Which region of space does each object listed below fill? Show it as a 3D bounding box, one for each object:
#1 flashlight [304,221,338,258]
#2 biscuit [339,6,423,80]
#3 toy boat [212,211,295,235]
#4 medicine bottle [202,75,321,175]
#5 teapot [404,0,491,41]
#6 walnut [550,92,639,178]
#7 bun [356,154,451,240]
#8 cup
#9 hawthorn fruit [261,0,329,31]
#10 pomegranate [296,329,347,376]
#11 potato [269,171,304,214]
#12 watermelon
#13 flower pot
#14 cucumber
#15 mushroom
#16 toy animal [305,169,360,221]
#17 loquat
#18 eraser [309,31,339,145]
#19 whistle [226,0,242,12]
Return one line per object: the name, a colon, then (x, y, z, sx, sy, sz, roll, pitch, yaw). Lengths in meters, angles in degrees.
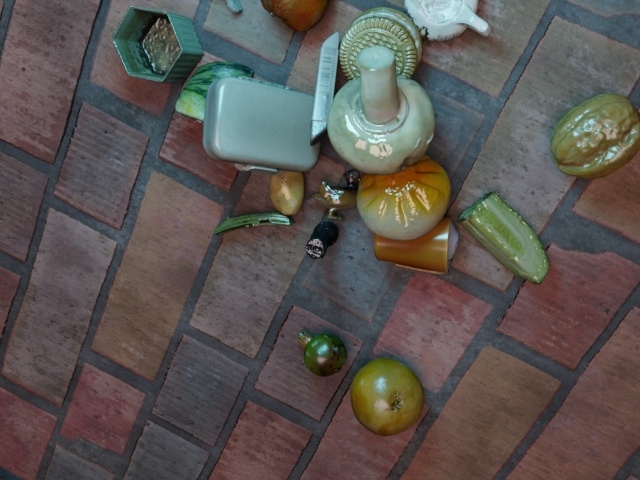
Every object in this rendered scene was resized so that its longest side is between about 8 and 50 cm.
flashlight: (0.000, 0.000, 1.814, 0.092, 0.232, 0.093, 3, 104, 12)
biscuit: (0.180, -0.562, 1.661, 0.258, 0.079, 0.259, 12, 134, 13)
toy boat: (-0.237, -0.061, 1.923, 0.292, 0.093, 0.055, -7, 86, 13)
medicine bottle: (-0.169, -0.348, 1.699, 0.374, 0.123, 0.283, 4, 93, -32)
teapot: (0.364, -0.680, 1.594, 0.299, 0.166, 0.208, 34, 98, 11)
walnut: (0.786, -0.287, 1.579, 0.224, 0.257, 0.257, 29, 113, -32)
bun: (0.243, -0.153, 1.696, 0.298, 0.165, 0.299, -8, 65, 17)
cup: (0.318, 0.023, 1.805, 0.263, 0.183, 0.226, 3, 137, 18)
hawthorn fruit: (-0.049, -0.760, 1.625, 0.210, 0.210, 0.262, 38, 111, 0)
pomegranate: (0.001, 0.396, 1.979, 0.205, 0.159, 0.159, 35, 111, 27)
potato: (-0.112, -0.174, 1.855, 0.118, 0.109, 0.178, 7, 103, 33)
watermelon: (-0.333, -0.454, 1.823, 0.212, 0.201, 0.262, 18, 67, 7)
flower pot: (-0.516, -0.623, 1.772, 0.209, 0.190, 0.240, -18, 102, 16)
cucumber: (0.594, -0.003, 1.762, 0.325, 0.105, 0.145, 44, 82, -2)
mushroom: (0.160, -0.368, 1.590, 0.314, 0.315, 0.356, -22, 109, 17)
toy animal: (0.046, -0.159, 1.845, 0.188, 0.089, 0.179, 12, 90, 9)
loquat: (0.230, 0.540, 1.923, 0.262, 0.263, 0.263, 3, 106, 11)
eraser: (0.012, -0.461, 1.688, 0.061, 0.089, 0.353, 7, 82, -2)
whistle: (-0.324, -0.811, 1.726, 0.122, 0.123, 0.223, -24, 115, 17)
